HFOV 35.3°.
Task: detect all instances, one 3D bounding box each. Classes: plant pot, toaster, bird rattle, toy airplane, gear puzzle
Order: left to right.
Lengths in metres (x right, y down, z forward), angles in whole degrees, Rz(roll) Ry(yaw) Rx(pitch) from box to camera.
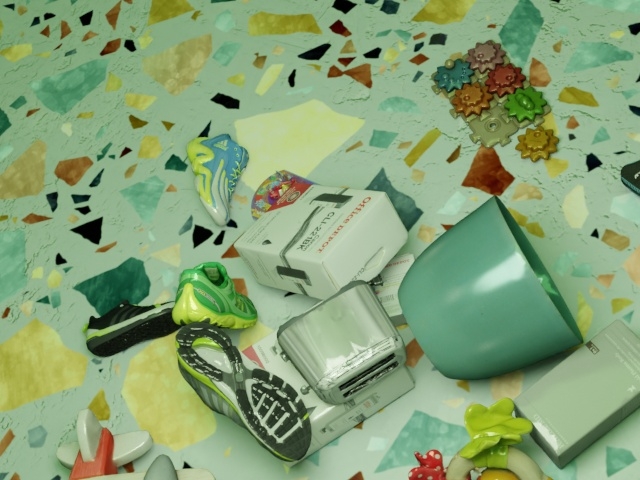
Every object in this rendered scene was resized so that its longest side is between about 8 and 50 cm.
[{"bbox_3d":[-0.419,0.469,1.754,0.384,0.272,0.386,33,75,31],"label":"toy airplane"},{"bbox_3d":[0.048,0.174,1.721,0.227,0.129,0.146,-31,62,-5],"label":"toaster"},{"bbox_3d":[0.278,0.105,1.746,0.235,0.293,0.293,-32,56,14],"label":"plant pot"},{"bbox_3d":[0.262,0.395,1.642,0.207,0.143,0.253,38,114,3],"label":"bird rattle"},{"bbox_3d":[0.366,-0.281,2.067,0.175,0.044,0.339,-30,57,-1],"label":"gear puzzle"}]

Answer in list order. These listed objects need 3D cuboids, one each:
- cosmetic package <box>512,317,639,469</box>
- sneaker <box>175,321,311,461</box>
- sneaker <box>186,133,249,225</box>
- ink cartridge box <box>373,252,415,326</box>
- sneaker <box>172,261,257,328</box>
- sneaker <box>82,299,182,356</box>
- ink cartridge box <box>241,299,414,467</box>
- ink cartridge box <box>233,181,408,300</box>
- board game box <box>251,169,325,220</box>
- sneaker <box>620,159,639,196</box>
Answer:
[{"bbox_3d":[0.453,0.259,1.698,0.238,0.107,0.127,-37,61,-8],"label":"cosmetic package"},{"bbox_3d":[-0.135,0.270,1.743,0.300,0.121,0.111,44,60,14],"label":"sneaker"},{"bbox_3d":[-0.207,-0.145,2.145,0.126,0.091,0.240,-24,56,3],"label":"sneaker"},{"bbox_3d":[0.150,0.096,1.917,0.088,0.052,0.122,-15,59,9],"label":"ink cartridge box"},{"bbox_3d":[-0.187,0.104,1.885,0.109,0.295,0.124,2,85,12],"label":"sneaker"},{"bbox_3d":[-0.378,0.152,2.034,0.234,0.084,0.097,-20,56,6],"label":"sneaker"},{"bbox_3d":[-0.002,0.243,1.841,0.283,0.117,0.207,-33,57,-2],"label":"ink cartridge box"},{"bbox_3d":[0.000,0.000,1.905,0.273,0.114,0.197,10,50,49],"label":"ink cartridge box"},{"bbox_3d":[-0.072,-0.087,2.103,0.168,0.033,0.133,24,71,28],"label":"board game box"},{"bbox_3d":[0.690,-0.214,1.880,0.139,0.125,0.341,27,71,30],"label":"sneaker"}]
